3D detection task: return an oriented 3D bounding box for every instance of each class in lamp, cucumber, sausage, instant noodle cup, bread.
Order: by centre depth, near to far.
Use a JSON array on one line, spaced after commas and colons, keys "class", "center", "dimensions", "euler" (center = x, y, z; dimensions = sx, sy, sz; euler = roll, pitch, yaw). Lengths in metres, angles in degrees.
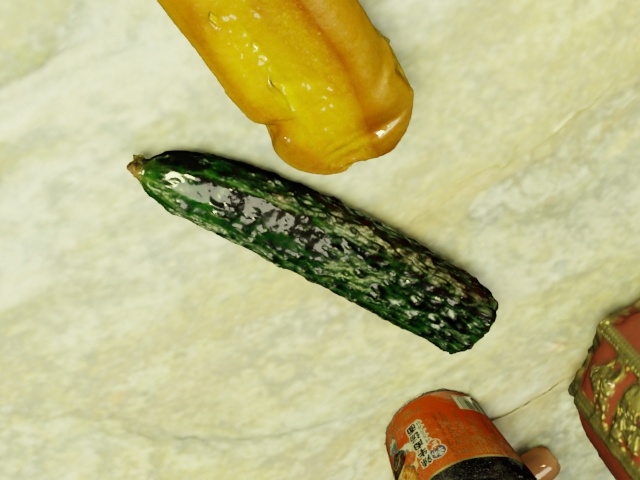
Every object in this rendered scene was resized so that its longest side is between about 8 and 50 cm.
[{"class": "bread", "center": [-0.032, -0.142, 0.730], "dimensions": [0.102, 0.094, 0.245], "euler": [-30, 126, 10]}, {"class": "cucumber", "center": [0.000, 0.000, 0.846], "dimensions": [0.293, 0.067, 0.067], "euler": [27, 110, -27]}, {"class": "lamp", "center": [0.298, 0.144, 0.899], "dimensions": [0.177, 0.274, 0.177], "euler": [-5, 114, -11]}, {"class": "instant noodle cup", "center": [0.110, 0.192, 0.957], "dimensions": [0.127, 0.136, 0.127], "euler": [-8, 124, -12]}, {"class": "sausage", "center": [0.168, 0.208, 1.047], "dimensions": [0.083, 0.034, 0.034], "euler": [-36, 125, 7]}]
